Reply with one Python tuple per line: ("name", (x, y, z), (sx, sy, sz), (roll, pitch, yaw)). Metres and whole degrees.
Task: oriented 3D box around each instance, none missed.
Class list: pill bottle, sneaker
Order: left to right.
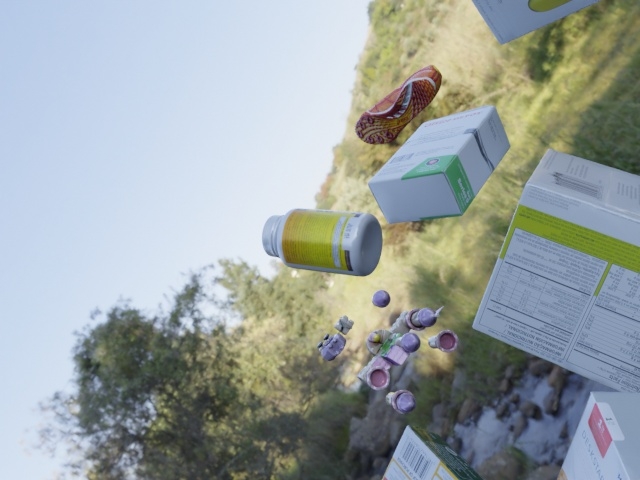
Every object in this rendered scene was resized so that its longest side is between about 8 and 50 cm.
("pill bottle", (0.000, 0.000, 1.164), (0.117, 0.215, 0.117), (-18, -70, -59))
("sneaker", (0.122, -0.203, 0.954), (0.175, 0.064, 0.067), (-28, 18, 45))

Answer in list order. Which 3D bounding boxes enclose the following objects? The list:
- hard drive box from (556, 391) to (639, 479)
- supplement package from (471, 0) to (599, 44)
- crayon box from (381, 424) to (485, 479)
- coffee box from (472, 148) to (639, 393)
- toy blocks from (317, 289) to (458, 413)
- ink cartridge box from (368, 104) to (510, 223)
("hard drive box", (0.444, 0.371, 0.920), (0.181, 0.089, 0.232), (-88, 0, -56))
("supplement package", (0.460, -0.586, 1.284), (0.262, 0.199, 0.198), (-14, 41, 46))
("crayon box", (0.163, 0.523, 1.084), (0.323, 0.083, 0.203), (-65, 26, 5))
("coffee box", (0.551, 0.048, 1.260), (0.337, 0.338, 0.334), (-35, -38, -57))
("toy blocks", (0.205, 0.293, 1.735), (0.289, 0.309, 0.260), (-51, 0, -14))
("ink cartridge box", (0.280, -0.175, 1.426), (0.211, 0.122, 0.289), (-5, 33, 46))
